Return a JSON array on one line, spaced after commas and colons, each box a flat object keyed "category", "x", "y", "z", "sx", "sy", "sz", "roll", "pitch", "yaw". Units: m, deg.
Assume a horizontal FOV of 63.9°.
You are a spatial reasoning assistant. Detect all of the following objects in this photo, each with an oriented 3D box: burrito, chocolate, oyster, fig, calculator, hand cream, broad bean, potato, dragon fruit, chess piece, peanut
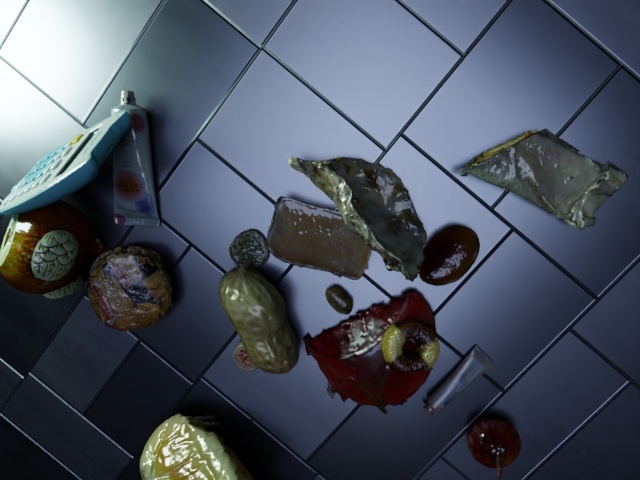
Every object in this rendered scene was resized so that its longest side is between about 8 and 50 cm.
[{"category": "burrito", "x": 0.501, "y": -0.157, "z": 1.158, "sx": 0.347, "sy": 0.107, "sz": 0.175, "roll": 24, "pitch": 87, "yaw": 0}, {"category": "chocolate", "x": -0.001, "y": 0.000, "z": 1.255, "sx": 0.261, "sy": 0.083, "sz": 0.161, "roll": 18, "pitch": 83, "yaw": -1}, {"category": "oyster", "x": 0.115, "y": -0.084, "z": 1.202, "sx": 0.396, "sy": 0.204, "sz": 0.111, "roll": 49, "pitch": 140, "yaw": 6}, {"category": "fig", "x": 0.422, "y": 0.510, "z": 1.274, "sx": 0.128, "sy": 0.150, "sz": 0.129, "roll": 18, "pitch": 116, "yaw": 42}, {"category": "calculator", "x": -0.611, "y": -0.171, "z": 1.208, "sx": 0.385, "sy": 0.256, "sz": 0.054, "roll": -14, "pitch": 132, "yaw": 27}, {"category": "hand cream", "x": -0.475, "y": -0.201, "z": 1.290, "sx": 0.124, "sy": 0.078, "sz": 0.341, "roll": 3, "pitch": 105, "yaw": 6}, {"category": "hand cream", "x": 0.343, "y": 0.361, "z": 1.301, "sx": 0.067, "sy": 0.043, "sz": 0.210, "roll": 43, "pitch": 97, "yaw": -4}, {"category": "broad bean", "x": 0.306, "y": 0.038, "z": 1.224, "sx": 0.114, "sy": 0.084, "sz": 0.165, "roll": 32, "pitch": 96, "yaw": 6}, {"category": "potato", "x": 0.048, "y": 0.152, "z": 1.297, "sx": 0.083, "sy": 0.040, "sz": 0.051, "roll": 45, "pitch": 97, "yaw": -3}, {"category": "dragon fruit", "x": 0.155, "y": 0.306, "z": 1.287, "sx": 0.343, "sy": 0.100, "sz": 0.282, "roll": -29, "pitch": 100, "yaw": 12}, {"category": "chess piece", "x": -0.189, "y": 0.303, "z": 1.355, "sx": 0.083, "sy": 0.038, "sz": 0.084, "roll": 1, "pitch": 98, "yaw": 7}, {"category": "peanut", "x": -0.145, "y": 0.197, "z": 1.267, "sx": 0.142, "sy": 0.159, "sz": 0.292, "roll": -26, "pitch": 97, "yaw": -19}]

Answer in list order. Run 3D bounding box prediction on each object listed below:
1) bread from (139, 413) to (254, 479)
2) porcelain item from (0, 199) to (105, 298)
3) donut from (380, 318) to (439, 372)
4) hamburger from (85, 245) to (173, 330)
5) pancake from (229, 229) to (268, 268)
[{"category": "bread", "x": -0.300, "y": 0.628, "z": 1.292, "sx": 0.236, "sy": 0.183, "sz": 0.388, "roll": -40, "pitch": 50, "yaw": -11}, {"category": "porcelain item", "x": -0.664, "y": 0.021, "z": 1.295, "sx": 0.252, "sy": 0.253, "sz": 0.253, "roll": 1, "pitch": 100, "yaw": 7}, {"category": "donut", "x": 0.215, "y": 0.253, "z": 1.204, "sx": 0.140, "sy": 0.059, "sz": 0.141, "roll": 0, "pitch": 86, "yaw": -6}, {"category": "hamburger", "x": -0.492, "y": 0.126, "z": 1.316, "sx": 0.230, "sy": 0.107, "sz": 0.231, "roll": -2, "pitch": 103, "yaw": -10}, {"category": "pancake", "x": -0.184, "y": 0.024, "z": 1.315, "sx": 0.107, "sy": 0.017, "sz": 0.108, "roll": 1, "pitch": 98, "yaw": 10}]
